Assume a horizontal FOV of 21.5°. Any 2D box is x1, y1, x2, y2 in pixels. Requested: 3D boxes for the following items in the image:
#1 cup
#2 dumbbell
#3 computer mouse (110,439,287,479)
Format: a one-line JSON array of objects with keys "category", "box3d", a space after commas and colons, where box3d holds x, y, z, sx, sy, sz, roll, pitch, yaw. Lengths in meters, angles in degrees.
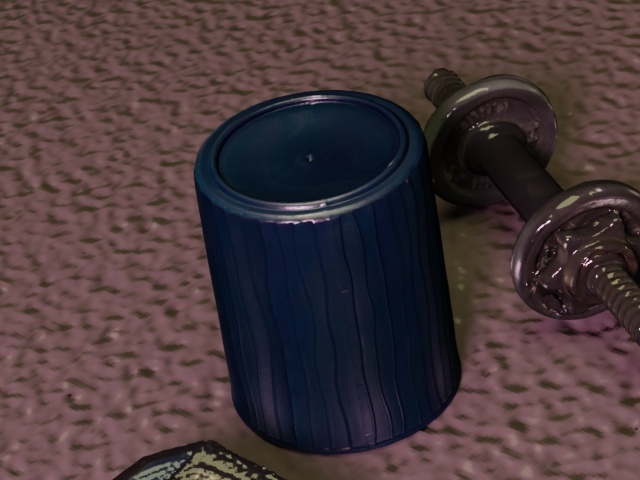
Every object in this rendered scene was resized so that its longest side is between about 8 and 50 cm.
[{"category": "cup", "box3d": [-0.007, 0.006, 0.809, 0.113, 0.138, 0.150, -30, 41, -26]}, {"category": "dumbbell", "box3d": [0.110, -0.024, 0.873, 0.082, 0.081, 0.254, -18, 37, -11]}, {"category": "computer mouse", "box3d": [-0.035, 0.135, 0.718, 0.135, 0.047, 0.079, 16, 54, 14]}]
